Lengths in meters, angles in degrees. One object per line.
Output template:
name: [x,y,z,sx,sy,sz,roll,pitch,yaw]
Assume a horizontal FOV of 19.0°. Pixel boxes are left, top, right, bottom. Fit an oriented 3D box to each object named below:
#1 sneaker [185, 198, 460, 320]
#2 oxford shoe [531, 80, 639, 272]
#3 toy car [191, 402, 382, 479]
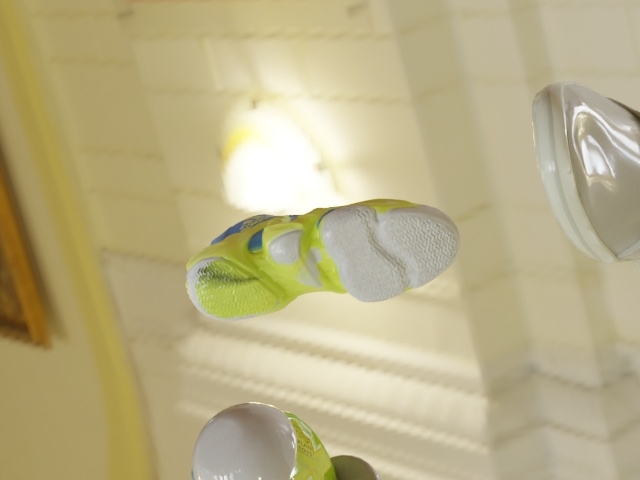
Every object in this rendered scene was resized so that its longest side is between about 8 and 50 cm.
sneaker: [0.000,0.000,1.680,0.240,0.091,0.126,-9,-160,2]
oxford shoe: [0.322,-0.048,1.800,0.130,0.169,0.449,-11,159,30]
toy car: [-0.041,0.204,1.257,0.136,0.159,0.182,-23,-126,29]
